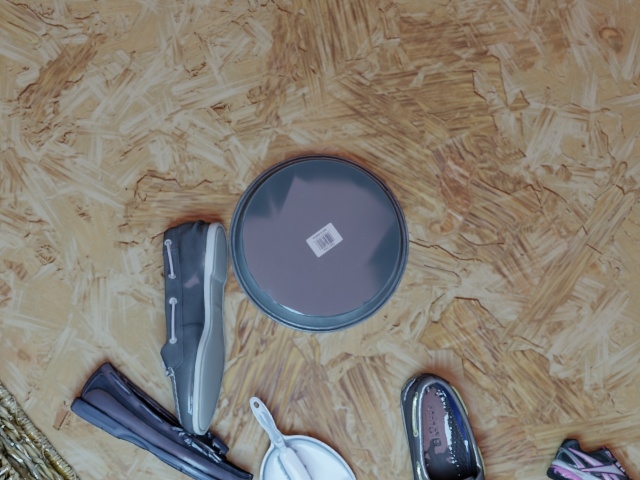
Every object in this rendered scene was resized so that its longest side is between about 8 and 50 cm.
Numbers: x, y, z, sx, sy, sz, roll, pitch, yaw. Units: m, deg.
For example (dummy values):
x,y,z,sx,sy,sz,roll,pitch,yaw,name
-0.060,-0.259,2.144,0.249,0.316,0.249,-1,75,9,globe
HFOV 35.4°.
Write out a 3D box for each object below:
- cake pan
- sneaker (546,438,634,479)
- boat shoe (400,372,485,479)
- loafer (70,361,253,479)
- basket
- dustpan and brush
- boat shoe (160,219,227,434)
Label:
x,y,z,sx,sy,sz,roll,pitch,yaw,name
0.000,0.000,1.601,0.293,0.054,0.293,1,82,-4,cake pan
0.451,0.365,1.577,0.178,0.072,0.077,25,71,-6,sneaker
0.199,0.363,1.543,0.116,0.097,0.324,-12,83,-6,boat shoe
-0.228,0.287,1.523,0.302,0.109,0.095,27,77,3,loafer
-0.513,0.344,1.437,0.223,0.213,0.299,-38,87,-7,basket
-0.051,0.333,1.548,0.147,0.060,0.211,-31,86,-7,dustpan and brush
-0.203,0.130,1.539,0.095,0.112,0.335,-2,69,13,boat shoe
